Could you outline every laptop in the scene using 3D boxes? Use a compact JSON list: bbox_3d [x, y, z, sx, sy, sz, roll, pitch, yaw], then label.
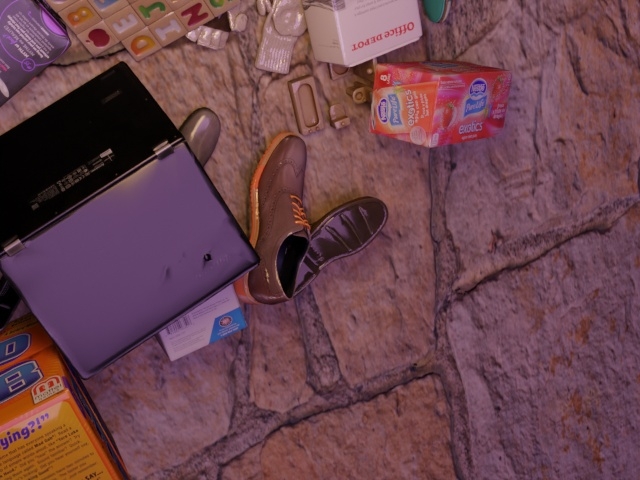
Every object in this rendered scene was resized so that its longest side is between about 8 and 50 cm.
[{"bbox_3d":[-0.393,-0.046,1.685,0.382,0.408,0.236,-34,145,-9],"label":"laptop"}]

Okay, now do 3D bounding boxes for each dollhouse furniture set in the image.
[{"bbox_3d":[0.032,-0.290,1.874,0.151,0.123,0.144,-21,117,-16],"label":"dollhouse furniture set"}]

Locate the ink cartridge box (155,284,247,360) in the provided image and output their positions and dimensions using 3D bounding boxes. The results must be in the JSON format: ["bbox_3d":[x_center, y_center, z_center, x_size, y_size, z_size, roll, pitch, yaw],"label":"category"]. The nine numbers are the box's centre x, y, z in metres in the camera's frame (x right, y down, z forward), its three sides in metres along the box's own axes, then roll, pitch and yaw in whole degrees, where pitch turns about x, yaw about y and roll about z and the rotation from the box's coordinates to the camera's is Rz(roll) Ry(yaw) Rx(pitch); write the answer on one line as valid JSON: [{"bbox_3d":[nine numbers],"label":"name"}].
[{"bbox_3d":[-0.279,0.079,1.851,0.171,0.168,0.232,-23,117,-15],"label":"ink cartridge box"}]

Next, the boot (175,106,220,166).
[{"bbox_3d":[-0.242,-0.128,1.788,0.083,0.161,0.246,27,94,-33],"label":"boot"}]

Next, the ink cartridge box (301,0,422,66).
[{"bbox_3d":[0.067,-0.502,1.791,0.207,0.117,0.282,-27,119,-27],"label":"ink cartridge box"}]

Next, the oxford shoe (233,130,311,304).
[{"bbox_3d":[-0.064,-0.045,1.868,0.130,0.133,0.363,21,75,-48],"label":"oxford shoe"}]

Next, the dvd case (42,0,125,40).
[{"bbox_3d":[-0.420,-0.467,1.663,0.221,0.018,0.164,15,104,-29],"label":"dvd case"}]

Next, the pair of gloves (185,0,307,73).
[{"bbox_3d":[-0.128,-0.443,1.791,0.240,0.042,0.204,16,102,-29],"label":"pair of gloves"}]

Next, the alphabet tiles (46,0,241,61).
[{"bbox_3d":[-0.302,-0.463,1.630,0.343,0.011,0.285,-27,141,7],"label":"alphabet tiles"}]

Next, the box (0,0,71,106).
[{"bbox_3d":[-0.577,-0.318,1.568,0.270,0.143,0.165,-40,120,0],"label":"box"}]

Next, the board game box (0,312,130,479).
[{"bbox_3d":[-0.584,0.411,1.734,0.357,0.356,0.356,-27,118,-13],"label":"board game box"}]

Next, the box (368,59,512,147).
[{"bbox_3d":[0.247,-0.284,1.890,0.300,0.154,0.142,-15,117,-49],"label":"box"}]

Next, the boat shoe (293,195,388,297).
[{"bbox_3d":[0.000,0.000,1.988,0.307,0.104,0.110,-34,111,-7],"label":"boat shoe"}]

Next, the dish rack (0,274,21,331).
[{"bbox_3d":[-0.672,0.032,1.711,0.272,0.074,0.208,26,97,-30],"label":"dish rack"}]

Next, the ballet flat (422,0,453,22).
[{"bbox_3d":[0.242,-0.559,1.901,0.079,0.077,0.221,-34,121,-31],"label":"ballet flat"}]
